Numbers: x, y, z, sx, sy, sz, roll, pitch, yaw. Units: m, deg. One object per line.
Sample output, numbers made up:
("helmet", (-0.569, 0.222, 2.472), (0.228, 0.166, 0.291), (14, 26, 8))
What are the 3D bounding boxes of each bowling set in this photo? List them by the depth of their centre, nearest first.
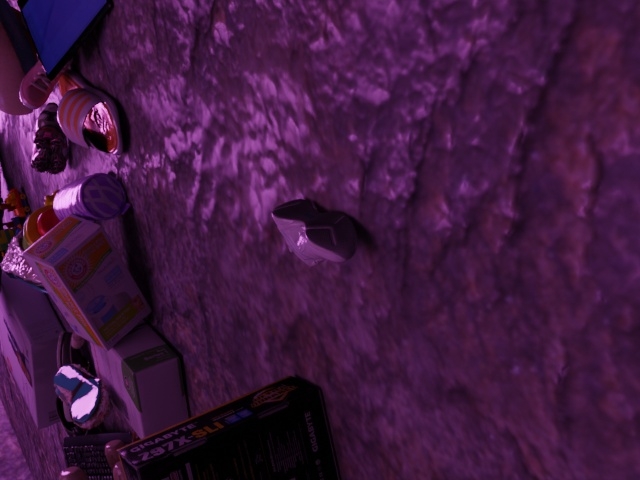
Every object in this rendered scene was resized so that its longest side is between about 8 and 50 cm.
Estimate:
("bowling set", (-0.324, 0.449, 1.831), (0.287, 0.200, 0.154), (-9, 109, 19))

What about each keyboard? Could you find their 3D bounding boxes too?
("keyboard", (-0.480, 0.532, 2.170), (0.317, 0.033, 0.201), (-16, 93, 47))

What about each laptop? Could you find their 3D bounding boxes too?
("laptop", (-0.475, -0.409, 1.487), (0.234, 0.264, 0.136), (-33, 41, 44))

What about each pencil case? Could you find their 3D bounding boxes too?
("pencil case", (-0.408, -0.067, 1.705), (0.088, 0.086, 0.206), (41, 161, -19))

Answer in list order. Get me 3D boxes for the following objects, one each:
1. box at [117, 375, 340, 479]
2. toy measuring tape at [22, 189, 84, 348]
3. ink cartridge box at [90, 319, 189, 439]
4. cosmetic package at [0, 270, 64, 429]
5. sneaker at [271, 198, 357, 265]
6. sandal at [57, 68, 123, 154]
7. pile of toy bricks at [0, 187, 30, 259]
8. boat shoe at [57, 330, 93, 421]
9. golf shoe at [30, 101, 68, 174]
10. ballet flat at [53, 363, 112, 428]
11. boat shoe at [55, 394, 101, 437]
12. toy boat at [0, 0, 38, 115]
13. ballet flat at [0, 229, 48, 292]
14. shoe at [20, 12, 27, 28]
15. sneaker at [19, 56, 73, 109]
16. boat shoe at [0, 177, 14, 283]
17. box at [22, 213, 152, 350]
("box", (-0.092, 0.367, 1.228), (0.079, 0.257, 0.322), (12, 118, 59))
("toy measuring tape", (-0.501, 0.046, 1.814), (0.121, 0.121, 0.330), (121, 146, -55))
("ink cartridge box", (-0.330, 0.236, 1.740), (0.219, 0.093, 0.160), (36, 137, 49))
("cosmetic package", (-0.749, 0.267, 2.505), (0.284, 0.097, 0.377), (54, 148, 33))
("sneaker", (0.000, 0.000, 1.063), (0.152, 0.054, 0.061), (31, 142, 58))
("sandal", (-0.407, -0.209, 1.617), (0.265, 0.076, 0.102), (37, 137, 46))
("pile of toy bricks", (-0.729, -0.009, 2.281), (0.118, 0.105, 0.212), (-7, 100, 62))
("boat shoe", (-0.554, 0.310, 2.215), (0.081, 0.069, 0.227), (-72, -19, -68))
("golf shoe", (-0.512, -0.189, 1.845), (0.186, 0.067, 0.086), (129, 147, -60))
("ballet flat", (-0.426, 0.292, 1.790), (0.077, 0.091, 0.241), (43, 173, -30))
("boat shoe", (-0.563, 0.463, 2.287), (0.233, 0.084, 0.079), (59, 176, 22))
("toy boat", (-0.605, -0.404, 1.794), (0.318, 0.148, 0.267), (54, 160, 19))
("ballet flat", (-0.594, 0.035, 2.058), (0.409, 0.147, 0.147), (8, 114, 58))
("shoe", (-0.478, -0.410, 1.639), (0.081, 0.063, 0.178), (52, 152, 28))
("sneaker", (-0.462, -0.287, 1.636), (0.051, 0.134, 0.070), (34, 142, -22))
("boat shoe", (-0.838, -0.010, 2.337), (0.156, 0.187, 0.500), (9, 93, 37))
("box", (-0.398, 0.072, 1.661), (0.103, 0.114, 0.203), (17, 141, 42))
